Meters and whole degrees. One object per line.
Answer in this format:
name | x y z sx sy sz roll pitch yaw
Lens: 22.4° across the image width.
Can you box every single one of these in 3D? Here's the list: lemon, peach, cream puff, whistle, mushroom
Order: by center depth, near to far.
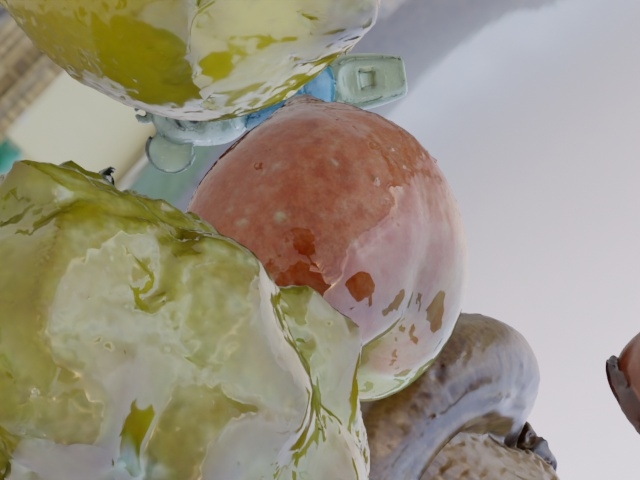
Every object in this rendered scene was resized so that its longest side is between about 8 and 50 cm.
lemon | -0.063 -0.145 0.688 0.180 0.193 0.180 -37 -175 4
cream puff | -0.109 0.068 0.689 0.282 0.282 0.185 -35 -142 42
peach | 0.000 0.000 1.171 0.232 0.232 0.232 -43 -168 12
whistle | -0.043 -0.126 1.388 0.235 0.114 0.077 -8 175 -2
mushroom | 0.090 0.183 1.393 0.263 0.283 0.195 -56 -144 -1

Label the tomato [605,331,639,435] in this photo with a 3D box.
tomato | 0.264 0.101 0.880 0.112 0.199 0.228 -45 171 17
